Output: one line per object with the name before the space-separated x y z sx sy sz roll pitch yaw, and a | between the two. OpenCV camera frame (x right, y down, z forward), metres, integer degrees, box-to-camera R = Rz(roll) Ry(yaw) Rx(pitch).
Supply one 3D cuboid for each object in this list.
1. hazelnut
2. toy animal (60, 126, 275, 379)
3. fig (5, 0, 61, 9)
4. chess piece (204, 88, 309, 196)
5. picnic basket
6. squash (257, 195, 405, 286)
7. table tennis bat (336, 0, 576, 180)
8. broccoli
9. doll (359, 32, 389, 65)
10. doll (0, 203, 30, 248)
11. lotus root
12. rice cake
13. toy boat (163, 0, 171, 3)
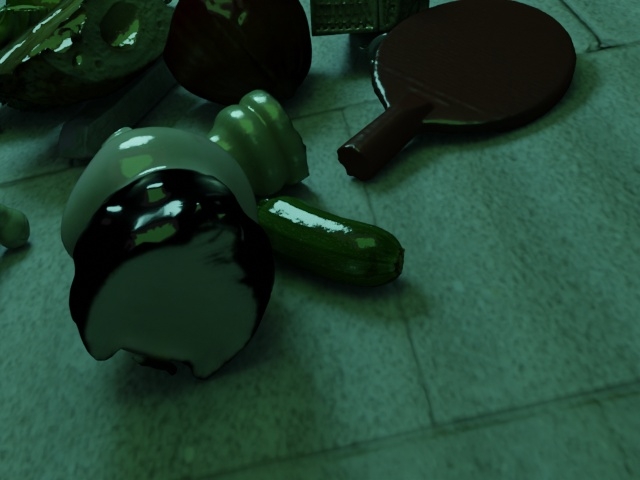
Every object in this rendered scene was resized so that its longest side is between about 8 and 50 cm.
hazelnut | -0.110 -0.297 1.419 0.229 0.230 0.229 -9 34 6
toy animal | -0.161 0.007 0.986 0.212 0.213 0.267 -17 30 -5
fig | -0.472 -0.402 1.717 0.181 0.191 0.181 -35 35 30
chess piece | -0.148 -0.078 1.172 0.243 0.133 0.133 -30 37 -17
picnic basket | 0.084 -0.393 1.491 0.154 0.134 0.196 3 14 18
squash | 0.000 0.000 1.048 0.219 0.068 0.077 23 64 41
table tennis bat | 0.176 -0.215 1.288 0.268 0.051 0.414 30 57 29
broccoli | -0.482 -0.300 1.560 0.226 0.176 0.198 -5 34 20
doll | 0.150 -0.274 1.408 0.194 0.062 0.104 10 65 17
doll | -0.502 0.009 1.166 0.154 0.113 0.275 25 48 39
lotus root | -0.351 -0.293 1.435 0.210 0.142 0.314 -3 41 45
rice cake | -0.293 -0.246 1.516 0.070 0.064 0.399 -3 34 26
toy boat | -0.383 -0.486 1.915 0.104 0.052 0.210 -36 38 -27
